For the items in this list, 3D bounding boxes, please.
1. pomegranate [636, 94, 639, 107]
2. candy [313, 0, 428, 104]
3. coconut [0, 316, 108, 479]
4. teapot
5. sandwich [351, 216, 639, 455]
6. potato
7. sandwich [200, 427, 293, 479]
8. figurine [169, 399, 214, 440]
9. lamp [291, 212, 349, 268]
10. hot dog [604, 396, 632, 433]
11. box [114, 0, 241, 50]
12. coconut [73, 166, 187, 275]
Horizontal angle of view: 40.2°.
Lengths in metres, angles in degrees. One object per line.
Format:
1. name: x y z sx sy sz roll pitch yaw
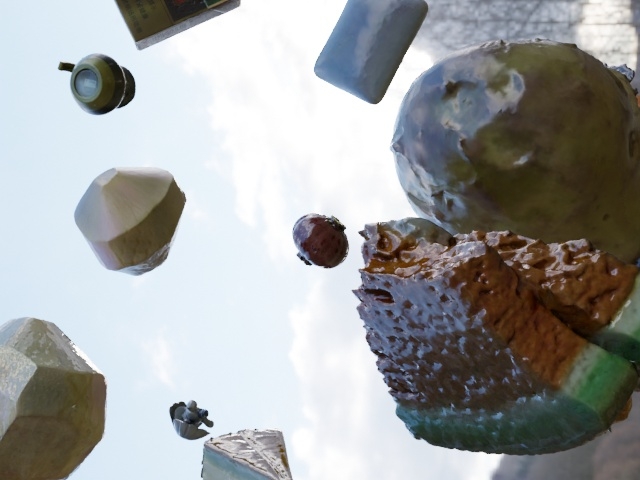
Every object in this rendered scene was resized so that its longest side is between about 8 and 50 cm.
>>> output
1. pomegranate: 0.477 -0.122 1.358 0.209 0.209 0.209 5 -90 -68
2. candy: 0.076 -0.307 1.344 0.071 0.138 0.174 14 -74 -58
3. coconut: -0.402 0.221 1.214 0.197 0.237 0.236 24 -108 -62
4. teapot: -0.477 -0.338 1.861 0.130 0.166 0.119 -65 -16 14
5. sandwich: 0.129 0.074 0.674 0.109 0.292 0.212 -52 -56 -29
6. potato: 0.181 -0.095 0.910 0.237 0.289 0.300 18 -132 -25
7. sandwich: -0.044 0.272 0.987 0.113 0.163 0.079 -5 -81 -41
8. figurine: -0.251 0.355 1.730 0.094 0.086 0.082 29 -125 -29
9. lamp: 0.000 0.000 1.402 0.090 0.101 0.101 -46 -20 11
10. hot dog: 0.386 0.170 1.255 0.104 0.076 0.250 -22 -69 -17
11. box: -0.305 -0.515 1.810 0.159 0.240 0.071 63 174 7
12. coconut: -0.424 -0.056 1.954 0.259 0.259 0.259 5 -90 -68
